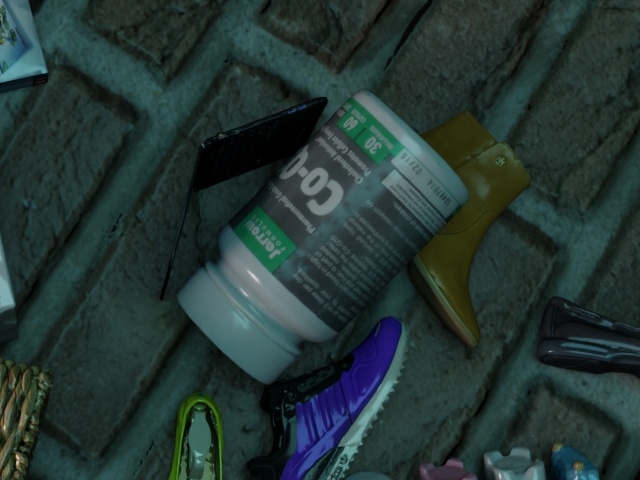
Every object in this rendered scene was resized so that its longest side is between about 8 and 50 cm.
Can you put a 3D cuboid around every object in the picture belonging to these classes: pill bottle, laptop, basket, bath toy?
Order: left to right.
[{"bbox_3d":[-0.450,0.238,1.762,0.223,0.299,0.214,16,77,-9],"label":"basket"},{"bbox_3d":[-0.103,-0.051,1.921,0.264,0.234,0.137,-21,82,-13],"label":"laptop"},{"bbox_3d":[0.000,0.000,1.908,0.204,0.204,0.361,44,92,2],"label":"pill bottle"},{"bbox_3d":[0.190,0.361,1.942,0.348,0.151,0.129,-5,108,-9],"label":"bath toy"}]

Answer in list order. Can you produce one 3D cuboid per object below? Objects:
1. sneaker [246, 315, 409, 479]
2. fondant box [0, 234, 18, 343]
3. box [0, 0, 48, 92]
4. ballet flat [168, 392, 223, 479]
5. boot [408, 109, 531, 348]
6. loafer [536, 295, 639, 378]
[{"bbox_3d":[0.002,0.207,1.951,0.146,0.102,0.293,31,74,-2],"label":"sneaker"},{"bbox_3d":[-0.455,-0.043,1.854,0.096,0.238,0.330,-13,80,-13],"label":"fondant box"},{"bbox_3d":[-0.474,-0.310,2.011,0.159,0.044,0.233,-14,80,-13],"label":"box"},{"bbox_3d":[-0.159,0.309,1.912,0.077,0.077,0.231,3,77,-10],"label":"ballet flat"},{"bbox_3d":[0.205,-0.022,2.033,0.211,0.104,0.295,-30,78,-9],"label":"boot"},{"bbox_3d":[0.449,0.140,2.048,0.302,0.109,0.095,9,72,-5],"label":"loafer"}]
